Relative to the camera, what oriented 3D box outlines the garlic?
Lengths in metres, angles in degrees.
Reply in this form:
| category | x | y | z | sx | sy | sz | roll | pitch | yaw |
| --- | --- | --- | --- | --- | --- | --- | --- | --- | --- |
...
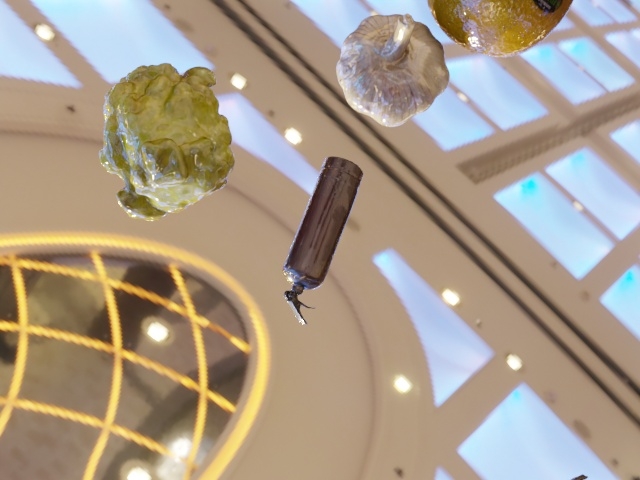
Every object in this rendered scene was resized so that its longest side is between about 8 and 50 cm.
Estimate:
| category | x | y | z | sx | sy | sz | roll | pitch | yaw |
| --- | --- | --- | --- | --- | --- | --- | --- | --- | --- |
| garlic | 0.133 | -0.307 | 1.686 | 0.199 | 0.199 | 0.226 | 41 | 166 | 4 |

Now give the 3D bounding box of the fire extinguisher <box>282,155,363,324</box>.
| category | x | y | z | sx | sy | sz | roll | pitch | yaw |
| --- | --- | --- | --- | --- | --- | --- | --- | --- | --- |
| fire extinguisher | 0.000 | 0.000 | 1.637 | 0.089 | 0.072 | 0.268 | 40 | -116 | -48 |

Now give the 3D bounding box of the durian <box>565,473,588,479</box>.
| category | x | y | z | sx | sy | sz | roll | pitch | yaw |
| --- | --- | --- | --- | --- | --- | --- | --- | --- | --- |
| durian | 0.260 | 0.316 | 1.169 | 0.140 | 0.110 | 0.071 | -12 | -94 | -20 |

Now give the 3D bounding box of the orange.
| category | x | y | z | sx | sy | sz | roll | pitch | yaw |
| --- | --- | --- | --- | --- | --- | --- | --- | --- | --- |
| orange | 0.303 | -0.448 | 1.700 | 0.274 | 0.274 | 0.274 | 28 | -149 | -19 |

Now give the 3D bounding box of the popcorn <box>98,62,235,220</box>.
| category | x | y | z | sx | sy | sz | roll | pitch | yaw |
| --- | --- | --- | --- | --- | --- | --- | --- | --- | --- |
| popcorn | -0.272 | -0.177 | 1.757 | 0.235 | 0.241 | 0.250 | 30 | -130 | -61 |
